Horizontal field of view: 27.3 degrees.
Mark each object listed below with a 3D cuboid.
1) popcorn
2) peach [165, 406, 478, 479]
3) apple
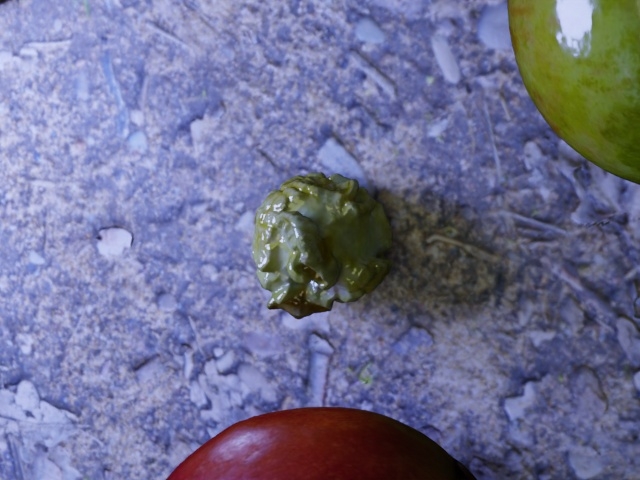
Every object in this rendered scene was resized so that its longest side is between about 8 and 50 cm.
[{"bbox_3d":[0.000,0.000,1.298,0.141,0.162,0.136,-17,61,2],"label":"popcorn"},{"bbox_3d":[-0.005,0.336,1.264,0.369,0.370,0.370,5,106,19],"label":"peach"},{"bbox_3d":[0.307,-0.195,1.025,0.339,0.339,0.340,5,106,19],"label":"apple"}]
